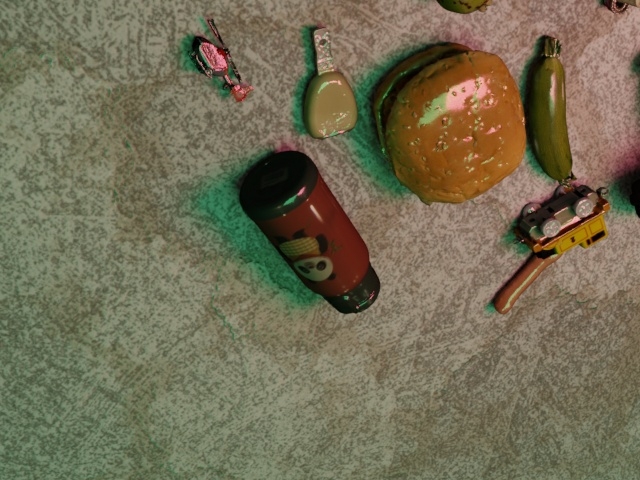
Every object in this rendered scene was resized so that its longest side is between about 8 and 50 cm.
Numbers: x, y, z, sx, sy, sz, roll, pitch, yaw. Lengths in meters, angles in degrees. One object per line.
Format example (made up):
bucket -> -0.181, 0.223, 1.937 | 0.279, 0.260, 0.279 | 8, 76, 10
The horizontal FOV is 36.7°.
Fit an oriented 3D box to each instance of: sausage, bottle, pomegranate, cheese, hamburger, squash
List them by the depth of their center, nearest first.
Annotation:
pomegranate -> 0.244, -0.423, 1.581 | 0.114, 0.114, 0.142 | -52, 149, 12
cheese -> 0.012, -0.264, 1.610 | 0.097, 0.037, 0.192 | -17, 126, -15
hamburger -> 0.232, -0.196, 1.688 | 0.260, 0.144, 0.283 | -36, 133, -3
bottle -> 0.000, 0.000, 1.706 | 0.144, 0.144, 0.336 | -37, 129, 1
squash -> 0.427, -0.222, 1.802 | 0.080, 0.071, 0.318 | -49, 135, -41
sausage -> 0.428, 0.077, 2.000 | 0.043, 0.043, 0.186 | 34, 103, -35

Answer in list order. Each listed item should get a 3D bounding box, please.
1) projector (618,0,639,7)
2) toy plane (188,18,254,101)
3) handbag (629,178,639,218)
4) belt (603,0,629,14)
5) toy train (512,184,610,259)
projector -> 0.613, -0.550, 1.627 | 0.259, 0.079, 0.257 | -28, 130, -27
toy plane -> -0.160, -0.277, 1.529 | 0.060, 0.037, 0.145 | -40, 124, -10
handbag -> 0.759, -0.107, 1.888 | 0.254, 0.308, 0.093 | -12, 88, -47
belt -> 0.524, -0.511, 1.675 | 0.071, 0.053, 0.232 | -23, 126, -14
toy train -> 0.487, -0.030, 1.927 | 0.219, 0.089, 0.127 | -30, 121, -3
